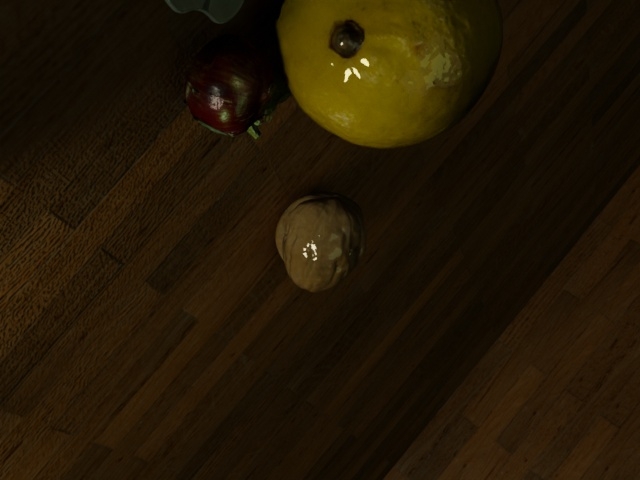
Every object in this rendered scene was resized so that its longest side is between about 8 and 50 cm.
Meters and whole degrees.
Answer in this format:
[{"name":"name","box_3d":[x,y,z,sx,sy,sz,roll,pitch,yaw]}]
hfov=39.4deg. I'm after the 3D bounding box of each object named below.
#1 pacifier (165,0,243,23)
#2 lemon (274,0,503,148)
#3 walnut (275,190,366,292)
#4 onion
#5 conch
[{"name":"pacifier","box_3d":[-0.108,-0.300,0.960,0.150,0.116,0.127,9,89,-55]},{"name":"lemon","box_3d":[0.086,-0.257,1.128,0.297,0.297,0.297,-37,148,-28]},{"name":"walnut","box_3d":[0.000,0.000,1.441,0.166,0.149,0.167,-161,-90,-89]},{"name":"onion","box_3d":[-0.107,-0.193,1.081,0.117,0.118,0.119,-77,177,-48]},{"name":"conch","box_3d":[-0.074,-0.180,1.181,0.089,0.074,0.121,90,6,-49]}]
